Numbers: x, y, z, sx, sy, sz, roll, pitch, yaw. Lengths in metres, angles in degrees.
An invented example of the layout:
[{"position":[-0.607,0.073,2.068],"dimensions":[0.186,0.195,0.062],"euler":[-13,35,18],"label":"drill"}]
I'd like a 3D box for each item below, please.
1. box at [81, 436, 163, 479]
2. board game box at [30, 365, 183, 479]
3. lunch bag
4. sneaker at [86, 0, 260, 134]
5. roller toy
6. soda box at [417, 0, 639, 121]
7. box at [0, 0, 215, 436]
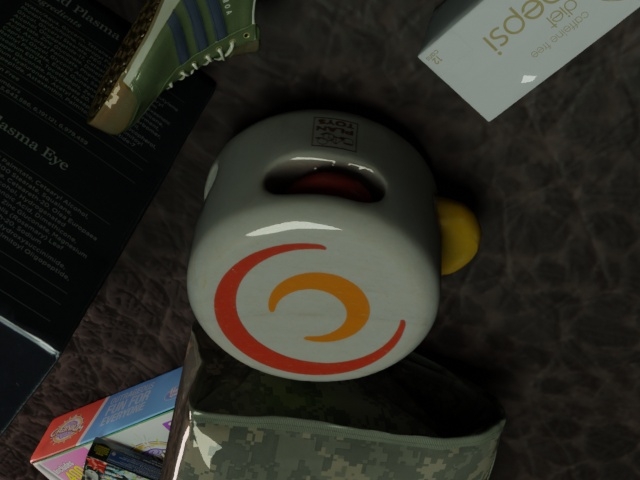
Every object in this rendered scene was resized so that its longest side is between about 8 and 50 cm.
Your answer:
[{"position":[-0.197,0.262,1.218],"dimensions":[0.094,0.027,0.137],"euler":[21,133,1],"label":"box"},{"position":[-0.109,0.278,1.266],"dimensions":[0.242,0.064,0.316],"euler":[-24,119,33],"label":"board game box"},{"position":[0.005,0.218,1.074],"dimensions":[0.287,0.169,0.235],"euler":[9,115,-9],"label":"lunch bag"},{"position":[-0.081,-0.147,0.846],"dimensions":[0.086,0.064,0.192],"euler":[28,91,-23],"label":"sneaker"},{"position":[0.000,0.000,0.940],"dimensions":[0.209,0.146,0.191],"euler":[-28,126,28],"label":"roller toy"},{"position":[0.165,-0.175,0.789],"dimensions":[0.074,0.069,0.216],"euler":[39,129,-16],"label":"soda box"},{"position":[-0.273,0.020,0.934],"dimensions":[0.179,0.312,0.343],"euler":[33,132,-11],"label":"box"}]
